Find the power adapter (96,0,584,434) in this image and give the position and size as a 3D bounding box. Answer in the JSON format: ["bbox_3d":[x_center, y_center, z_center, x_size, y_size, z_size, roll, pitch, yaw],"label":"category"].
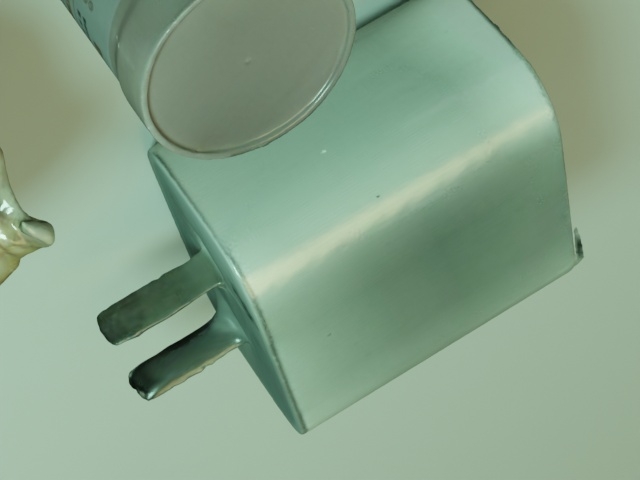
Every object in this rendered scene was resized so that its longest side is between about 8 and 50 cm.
[{"bbox_3d":[0.000,0.000,0.930,0.255,0.124,0.187,-30,143,-9],"label":"power adapter"}]

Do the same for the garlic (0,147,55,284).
[{"bbox_3d":[-0.238,-0.020,0.716,0.228,0.110,0.217,5,140,-31],"label":"garlic"}]

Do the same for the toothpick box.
[{"bbox_3d":[-0.063,-0.117,0.712,0.098,0.149,0.098,-24,144,-19],"label":"toothpick box"}]
